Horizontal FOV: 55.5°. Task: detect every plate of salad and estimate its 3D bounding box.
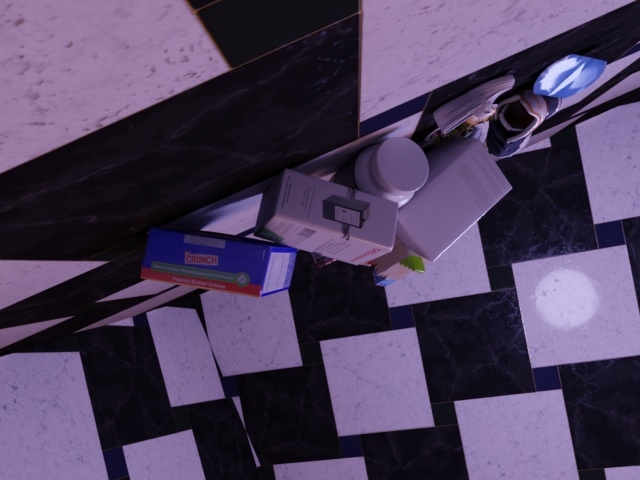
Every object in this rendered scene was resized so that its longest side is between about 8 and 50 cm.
[{"bbox_3d":[0.364,-0.293,1.561,0.200,0.048,0.200,-24,177,-1],"label":"plate of salad"}]

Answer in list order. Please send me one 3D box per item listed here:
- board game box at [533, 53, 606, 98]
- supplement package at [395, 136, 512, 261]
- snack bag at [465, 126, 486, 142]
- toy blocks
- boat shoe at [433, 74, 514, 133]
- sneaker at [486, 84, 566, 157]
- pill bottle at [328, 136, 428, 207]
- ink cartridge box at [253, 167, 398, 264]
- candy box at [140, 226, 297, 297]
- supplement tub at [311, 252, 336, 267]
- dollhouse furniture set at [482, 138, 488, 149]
[{"bbox_3d":[0.580,-0.396,1.435,0.169,0.033,0.133,2,152,-25],"label":"board game box"},{"bbox_3d":[0.319,-0.118,1.626,0.293,0.177,0.175,-42,-159,-4],"label":"supplement package"},{"bbox_3d":[0.401,-0.180,1.999,0.323,0.037,0.342,-65,-171,-15],"label":"snack bag"},{"bbox_3d":[0.185,-0.015,1.901,0.191,0.381,0.261,15,143,-40],"label":"toy blocks"},{"bbox_3d":[0.331,-0.287,1.296,0.184,0.063,0.066,-25,176,23],"label":"boat shoe"},{"bbox_3d":[0.508,-0.311,1.632,0.127,0.126,0.321,-27,167,-21],"label":"sneaker"},{"bbox_3d":[0.131,-0.137,1.465,0.162,0.162,0.278,-22,177,-25],"label":"pill bottle"},{"bbox_3d":[0.009,-0.045,1.368,0.273,0.114,0.198,16,163,-16],"label":"ink cartridge box"},{"bbox_3d":[-0.216,0.047,1.403,0.268,0.122,0.317,10,179,9],"label":"candy box"},{"bbox_3d":[0.000,0.000,2.371,0.106,0.197,0.106,-22,176,-2],"label":"supplement tub"},{"bbox_3d":[0.578,-0.277,2.252,0.101,0.160,0.182,-26,175,40],"label":"dollhouse furniture set"}]
